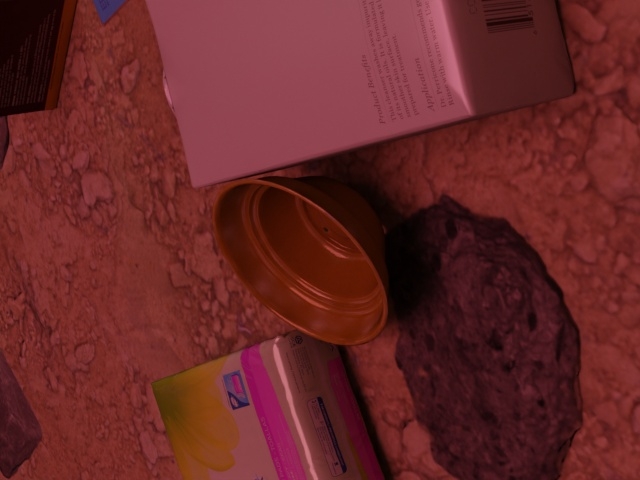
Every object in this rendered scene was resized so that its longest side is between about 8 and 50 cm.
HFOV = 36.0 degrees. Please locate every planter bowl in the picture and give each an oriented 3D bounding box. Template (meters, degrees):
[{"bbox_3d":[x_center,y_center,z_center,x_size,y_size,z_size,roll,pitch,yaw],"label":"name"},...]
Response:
[{"bbox_3d":[0.000,0.000,1.021,0.217,0.090,0.217,28,144,22],"label":"planter bowl"}]

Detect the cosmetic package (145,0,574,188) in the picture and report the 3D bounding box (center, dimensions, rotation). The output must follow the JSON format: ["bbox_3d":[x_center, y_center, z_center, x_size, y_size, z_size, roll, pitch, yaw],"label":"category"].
[{"bbox_3d":[0.017,-0.187,0.918,0.385,0.156,0.217,-6,98,49],"label":"cosmetic package"}]

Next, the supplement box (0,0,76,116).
[{"bbox_3d":[-0.471,-0.283,1.370,0.129,0.194,0.191,45,131,27],"label":"supplement box"}]

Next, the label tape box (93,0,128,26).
[{"bbox_3d":[-0.163,-0.419,1.065,0.334,0.106,0.240,-28,83,48],"label":"label tape box"}]

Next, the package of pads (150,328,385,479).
[{"bbox_3d":[-0.066,0.242,1.187,0.297,0.101,0.229,-24,83,49],"label":"package of pads"}]
